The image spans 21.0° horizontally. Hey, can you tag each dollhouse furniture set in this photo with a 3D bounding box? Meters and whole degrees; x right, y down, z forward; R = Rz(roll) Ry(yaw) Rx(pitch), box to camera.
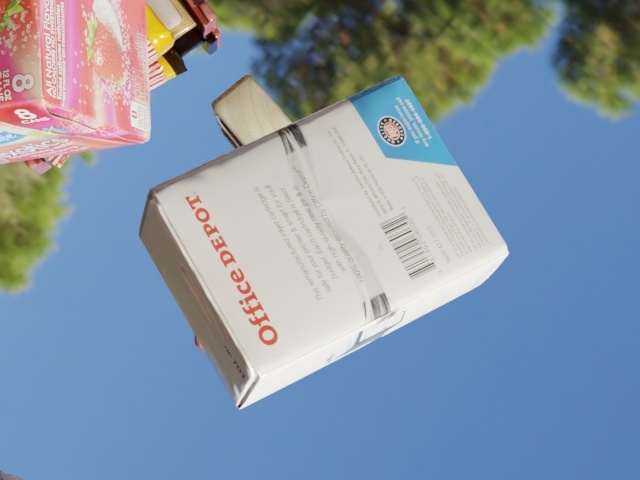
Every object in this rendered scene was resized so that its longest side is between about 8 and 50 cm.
[{"bbox_3d":[-0.117,-0.062,1.418,0.201,0.152,0.374,-37,-94,-3],"label":"dollhouse furniture set"}]

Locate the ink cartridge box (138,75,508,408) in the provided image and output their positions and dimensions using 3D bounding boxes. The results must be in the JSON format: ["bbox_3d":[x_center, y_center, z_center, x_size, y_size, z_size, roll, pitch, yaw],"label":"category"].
[{"bbox_3d":[0.000,0.000,1.107,0.190,0.082,0.140,-26,-103,-20],"label":"ink cartridge box"}]

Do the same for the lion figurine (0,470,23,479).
[{"bbox_3d":[-0.343,0.303,1.200,0.392,0.142,0.240,-53,-150,-5],"label":"lion figurine"}]

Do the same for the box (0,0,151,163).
[{"bbox_3d":[-0.178,-0.178,0.943,0.128,0.122,0.257,-6,-99,21],"label":"box"}]
